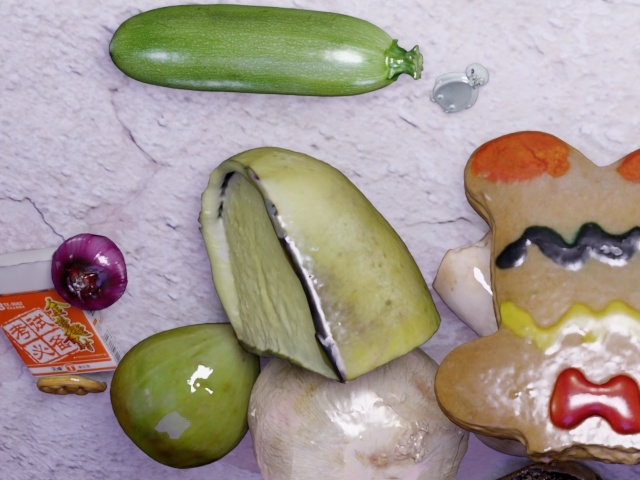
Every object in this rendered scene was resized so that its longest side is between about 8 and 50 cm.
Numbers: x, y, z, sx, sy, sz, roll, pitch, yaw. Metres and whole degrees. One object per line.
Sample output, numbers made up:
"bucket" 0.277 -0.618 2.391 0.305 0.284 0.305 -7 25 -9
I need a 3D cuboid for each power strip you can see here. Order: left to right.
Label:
"power strip" 0.165 -0.177 1.679 0.055 0.035 0.083 39 133 -17

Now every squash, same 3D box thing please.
"squash" -0.075 -0.224 1.668 0.395 0.107 0.107 6 132 15

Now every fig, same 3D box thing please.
"fig" -0.182 0.223 2.035 0.230 0.207 0.207 -15 124 24

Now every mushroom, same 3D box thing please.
"mushroom" 0.282 0.112 1.780 0.292 0.292 0.290 -42 74 40

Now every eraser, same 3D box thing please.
"eraser" -0.412 0.111 2.122 0.157 0.038 0.230 -7 128 24

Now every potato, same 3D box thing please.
"potato" 0.000 0.000 1.788 0.330 0.213 0.280 5 115 63

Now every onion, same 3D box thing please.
"onion" -0.327 0.048 1.995 0.115 0.104 0.115 2 108 6

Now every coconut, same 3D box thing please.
"coconut" 0.054 0.263 1.928 0.297 0.254 0.297 -5 119 -9

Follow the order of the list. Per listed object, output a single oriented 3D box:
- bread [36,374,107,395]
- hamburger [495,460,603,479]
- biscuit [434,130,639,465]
"bread" -0.384 0.223 2.187 0.110 0.024 0.110 1 165 0
"hamburger" 0.345 0.427 2.110 0.231 0.107 0.231 9 137 9
"biscuit" 0.325 0.059 1.603 0.368 0.394 0.076 4 159 16
